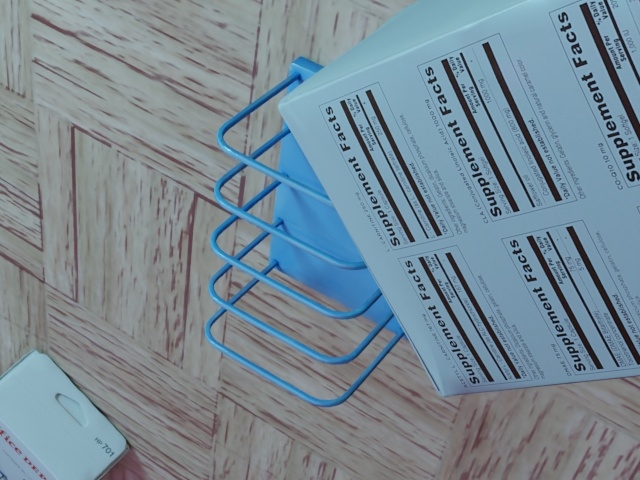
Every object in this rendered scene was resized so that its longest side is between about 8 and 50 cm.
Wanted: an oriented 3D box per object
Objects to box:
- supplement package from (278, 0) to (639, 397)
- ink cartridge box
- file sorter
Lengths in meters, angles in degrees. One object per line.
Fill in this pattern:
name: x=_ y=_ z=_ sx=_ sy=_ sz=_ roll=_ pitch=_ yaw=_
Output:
supplement package: x=0.136 y=-0.057 z=0.418 sx=0.203 sy=0.194 sz=0.149 roll=-15 pitch=110 yaw=45
ink cartridge box: x=-0.297 y=0.215 z=1.062 sx=0.139 sy=0.082 sz=0.191 roll=47 pitch=140 yaw=0
file sorter: x=0.000 y=0.000 z=0.640 sx=0.118 sy=0.104 sz=0.170 roll=27 pitch=134 yaw=20
